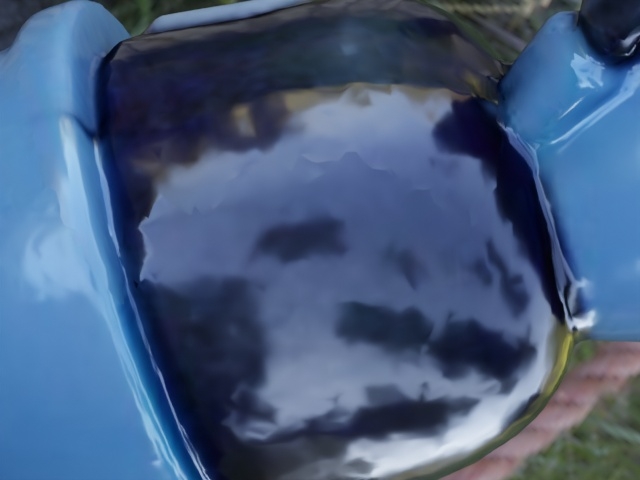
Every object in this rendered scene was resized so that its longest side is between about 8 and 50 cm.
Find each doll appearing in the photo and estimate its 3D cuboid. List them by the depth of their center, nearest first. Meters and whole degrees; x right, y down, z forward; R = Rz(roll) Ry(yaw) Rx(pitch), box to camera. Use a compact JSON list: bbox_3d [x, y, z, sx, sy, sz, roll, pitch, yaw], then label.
[{"bbox_3d":[0.000,0.000,0.469,0.314,0.141,0.177,-16,149,3],"label":"doll"}]
